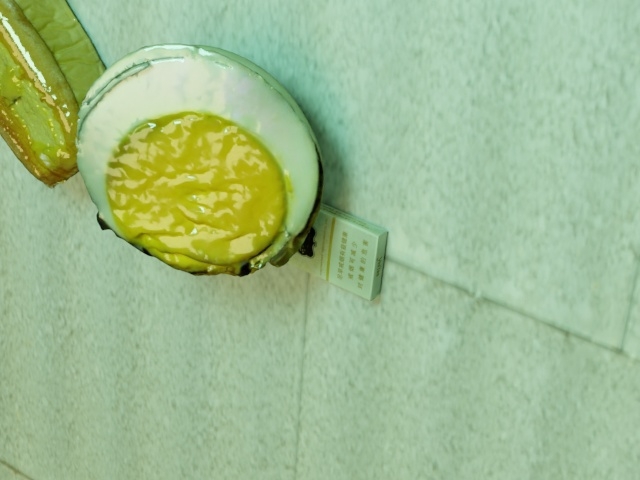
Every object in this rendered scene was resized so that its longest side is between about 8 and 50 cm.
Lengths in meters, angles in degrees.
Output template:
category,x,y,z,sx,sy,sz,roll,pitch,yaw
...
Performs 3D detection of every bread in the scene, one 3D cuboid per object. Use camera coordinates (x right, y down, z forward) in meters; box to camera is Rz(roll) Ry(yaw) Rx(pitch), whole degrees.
category,x,y,z,sx,sy,sz,roll,pitch,yaw
bread,-0.366,-0.216,1.762,0.152,0.119,0.288,-30,93,48

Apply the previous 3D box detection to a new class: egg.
category,x,y,z,sx,sy,sz,roll,pitch,yaw
egg,-0.124,-0.107,1.599,0.286,0.174,0.264,28,116,-2

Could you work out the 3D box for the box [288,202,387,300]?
category,x,y,z,sx,sy,sz,roll,pitch,yaw
box,0.000,0.000,1.647,0.167,0.024,0.090,24,126,27
